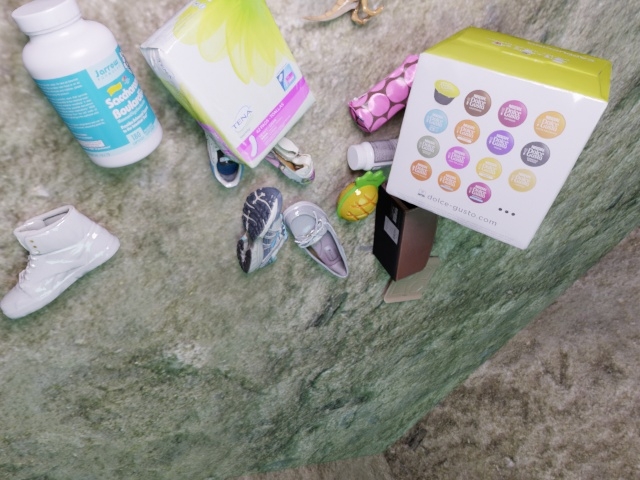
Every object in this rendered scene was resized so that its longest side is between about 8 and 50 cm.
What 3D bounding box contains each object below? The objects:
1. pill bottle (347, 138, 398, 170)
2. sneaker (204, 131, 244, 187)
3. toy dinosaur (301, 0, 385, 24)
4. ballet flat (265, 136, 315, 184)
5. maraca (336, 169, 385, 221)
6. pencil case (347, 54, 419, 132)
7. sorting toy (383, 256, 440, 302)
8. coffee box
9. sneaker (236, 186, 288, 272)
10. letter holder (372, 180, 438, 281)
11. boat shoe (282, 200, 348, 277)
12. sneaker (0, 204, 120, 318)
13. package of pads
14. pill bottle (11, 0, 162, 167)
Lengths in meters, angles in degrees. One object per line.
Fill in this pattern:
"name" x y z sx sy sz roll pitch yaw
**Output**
"pill bottle" 0.147 -0.228 1.118 0.137 0.078 0.078 -10 134 -21
"sneaker" -0.213 -0.222 0.916 0.085 0.086 0.237 -17 135 -13
"toy dinosaur" 0.062 -0.490 0.848 0.112 0.064 0.211 38 97 -27
"ballet flat" -0.073 -0.202 1.012 0.079 0.076 0.222 -7 153 42
"maraca" 0.113 -0.125 1.174 0.127 0.099 0.185 -13 147 -38
"pencil case" 0.168 -0.356 1.006 0.209 0.095 0.098 -38 112 5
"sorting toy" 0.353 0.151 1.634 0.193 0.038 0.208 -2 126 -28
"coffee box" 0.396 -0.254 0.949 0.338 0.338 0.334 -44 152 -44
"sneaker" -0.145 -0.035 1.138 0.122 0.110 0.282 -13 143 -36
"letter holder" 0.302 -0.049 1.326 0.215 0.152 0.301 -18 137 -16
"boat shoe" -0.002 0.002 1.235 0.118 0.103 0.320 -33 138 2
"sneaker" -0.626 0.038 0.924 0.293 0.108 0.169 -38 137 -6
"package of pads" -0.161 -0.309 0.800 0.229 0.101 0.296 -50 138 -13
"pill bottle" -0.396 -0.268 0.722 0.146 0.146 0.263 -24 138 -8
